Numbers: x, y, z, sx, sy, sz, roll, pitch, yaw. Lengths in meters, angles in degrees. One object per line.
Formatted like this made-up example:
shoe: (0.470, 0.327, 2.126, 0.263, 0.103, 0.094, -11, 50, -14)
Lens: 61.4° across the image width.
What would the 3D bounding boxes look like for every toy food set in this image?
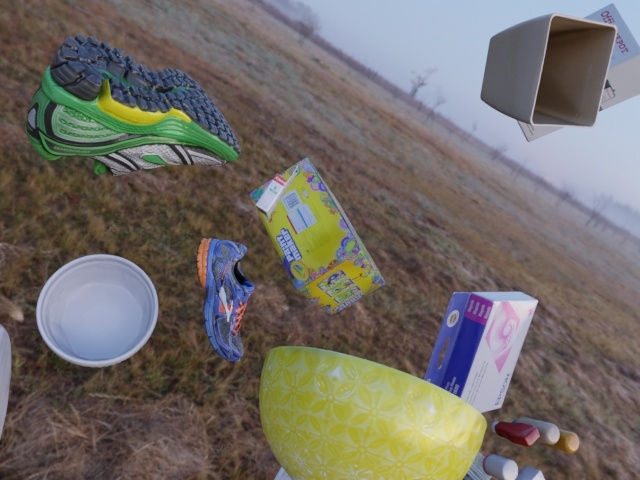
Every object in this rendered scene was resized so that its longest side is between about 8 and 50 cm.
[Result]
toy food set: (0.382, 0.417, 1.050, 0.111, 0.232, 0.104, 62, -27, -7)

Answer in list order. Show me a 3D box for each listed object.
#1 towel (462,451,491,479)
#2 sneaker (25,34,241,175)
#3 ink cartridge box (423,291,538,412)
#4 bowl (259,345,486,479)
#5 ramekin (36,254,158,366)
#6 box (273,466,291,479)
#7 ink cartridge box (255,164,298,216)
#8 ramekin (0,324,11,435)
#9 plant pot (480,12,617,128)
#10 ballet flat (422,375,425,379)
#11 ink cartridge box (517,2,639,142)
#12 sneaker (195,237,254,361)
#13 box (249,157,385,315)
towel: (0.225, 0.527, 1.293, 0.312, 0.056, 0.324, -21, 54, -44)
sneaker: (-0.241, -0.158, 0.742, 0.134, 0.146, 0.343, 58, 22, 18)
ink cartridge box: (0.402, 0.290, 1.364, 0.330, 0.325, 0.071, 4, 16, -44)
bowl: (0.042, 0.258, 0.655, 0.289, 0.156, 0.289, 16, -26, 8)
ramekin: (-0.415, 0.142, 1.018, 0.207, 0.207, 0.109, 29, -29, -5)
box: (0.054, 0.371, 0.890, 0.181, 0.181, 0.119, 24, -19, 27)
ink cartridge box: (-0.087, -0.106, 1.090, 0.029, 0.115, 0.063, 32, -6, 1)
ramekin: (-0.421, 0.214, 0.550, 0.127, 0.273, 0.273, 10, 20, -19)
plant pot: (0.244, -0.189, 0.604, 0.108, 0.109, 0.096, -5, 20, -29)
ballet flat: (0.344, 0.470, 1.601, 0.080, 0.233, 0.073, 7, 33, 31)
ink cartridge box: (0.431, -0.287, 0.931, 0.087, 0.208, 0.153, 41, 37, -40)
sneaker: (-0.155, 0.103, 0.923, 0.087, 0.222, 0.083, -6, 11, 3)
box: (0.000, 0.000, 1.369, 0.290, 0.177, 0.279, 61, 7, 27)
